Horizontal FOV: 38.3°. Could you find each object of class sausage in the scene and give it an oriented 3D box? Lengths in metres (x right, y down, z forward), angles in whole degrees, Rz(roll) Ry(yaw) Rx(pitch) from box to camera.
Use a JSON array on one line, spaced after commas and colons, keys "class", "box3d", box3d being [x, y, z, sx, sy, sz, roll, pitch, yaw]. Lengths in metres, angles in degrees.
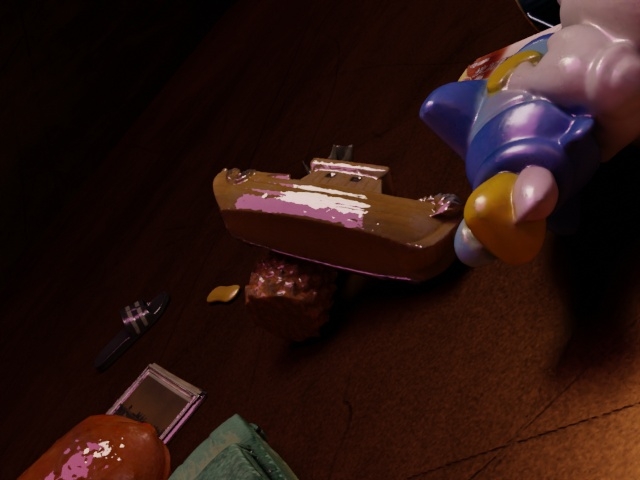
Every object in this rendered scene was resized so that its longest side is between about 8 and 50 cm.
[{"class": "sausage", "box3d": [-0.282, 0.317, 1.050, 0.268, 0.153, 0.141, -45, 43, -1]}]

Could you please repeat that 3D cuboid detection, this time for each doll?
[{"class": "doll", "box3d": [0.231, -0.149, 0.837, 0.365, 0.187, 0.376, -51, -14, 13]}]

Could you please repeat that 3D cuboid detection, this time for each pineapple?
[{"class": "pineapple", "box3d": [0.000, 0.000, 1.192, 0.130, 0.119, 0.277, 13, 50, 11]}]

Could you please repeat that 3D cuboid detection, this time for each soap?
[{"class": "soap", "box3d": [-0.153, 0.084, 1.446, 0.089, 0.012, 0.034, -9, 40, 56]}]

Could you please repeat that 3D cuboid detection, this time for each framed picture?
[{"class": "framed picture", "box3d": [-0.269, 0.268, 1.310, 0.197, 0.014, 0.252, -50, 22, -16]}]

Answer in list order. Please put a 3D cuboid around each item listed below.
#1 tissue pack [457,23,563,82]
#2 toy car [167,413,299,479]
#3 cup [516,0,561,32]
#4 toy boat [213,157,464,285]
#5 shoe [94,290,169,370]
[{"class": "tissue pack", "box3d": [0.245, -0.172, 1.076, 0.148, 0.106, 0.099, -14, 36, 51]}, {"class": "toy car", "box3d": [-0.073, 0.260, 0.855, 0.141, 0.097, 0.320, -46, 21, -6]}, {"class": "cup", "box3d": [0.346, -0.359, 1.245, 0.155, 0.131, 0.176, -27, 56, 29]}, {"class": "toy boat", "box3d": [0.015, -0.039, 1.078, 0.321, 0.089, 0.121, 12, 51, 26]}, {"class": "shoe", "box3d": [-0.341, 0.149, 1.612, 0.179, 0.049, 0.071, -46, 22, -4]}]
